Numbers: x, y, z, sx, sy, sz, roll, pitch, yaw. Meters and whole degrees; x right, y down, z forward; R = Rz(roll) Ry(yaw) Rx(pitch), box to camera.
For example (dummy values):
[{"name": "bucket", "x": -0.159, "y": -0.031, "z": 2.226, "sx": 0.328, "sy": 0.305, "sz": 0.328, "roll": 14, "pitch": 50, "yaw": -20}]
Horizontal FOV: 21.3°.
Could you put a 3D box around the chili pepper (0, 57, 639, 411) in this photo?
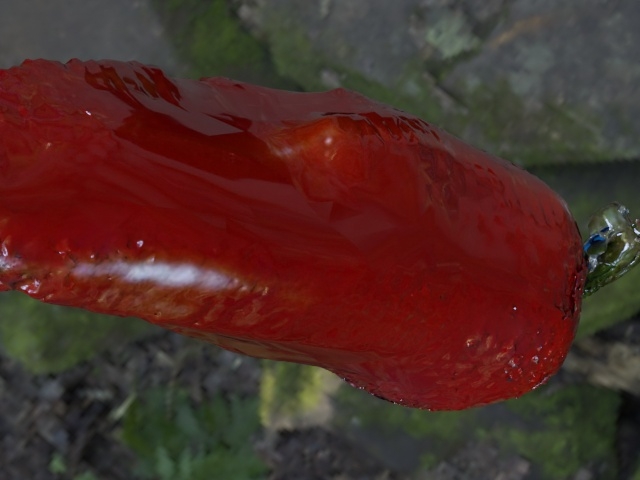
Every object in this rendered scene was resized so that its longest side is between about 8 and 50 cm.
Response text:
[{"name": "chili pepper", "x": 0.000, "y": 0.000, "z": 0.600, "sx": 0.110, "sy": 0.110, "sz": 0.387, "roll": -6, "pitch": 166, "yaw": 39}]
